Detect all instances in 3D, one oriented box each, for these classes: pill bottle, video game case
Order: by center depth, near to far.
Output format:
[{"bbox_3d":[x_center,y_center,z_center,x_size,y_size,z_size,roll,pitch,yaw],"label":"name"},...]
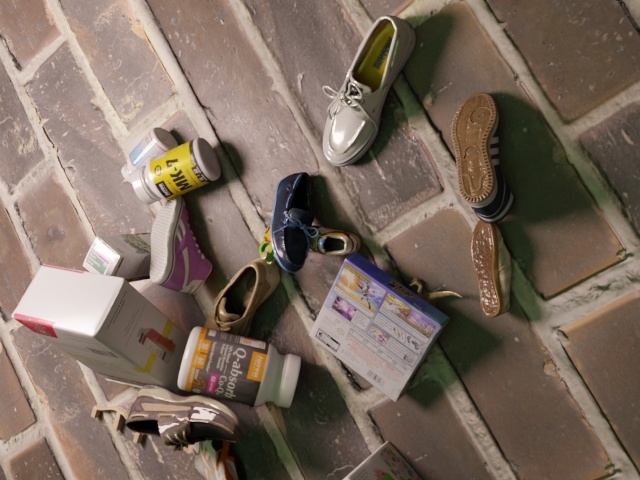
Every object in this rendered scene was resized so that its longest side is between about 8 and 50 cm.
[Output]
[{"bbox_3d":[0.130,0.201,1.660,0.270,0.061,0.244,36,122,19],"label":"video game case"},{"bbox_3d":[-0.198,0.317,1.751,0.279,0.162,0.162,14,101,-4],"label":"pill bottle"},{"bbox_3d":[-0.377,-0.176,1.852,0.209,0.119,0.119,-22,84,14],"label":"pill bottle"},{"bbox_3d":[-0.466,-0.226,1.929,0.160,0.087,0.087,-41,76,23],"label":"pill bottle"}]

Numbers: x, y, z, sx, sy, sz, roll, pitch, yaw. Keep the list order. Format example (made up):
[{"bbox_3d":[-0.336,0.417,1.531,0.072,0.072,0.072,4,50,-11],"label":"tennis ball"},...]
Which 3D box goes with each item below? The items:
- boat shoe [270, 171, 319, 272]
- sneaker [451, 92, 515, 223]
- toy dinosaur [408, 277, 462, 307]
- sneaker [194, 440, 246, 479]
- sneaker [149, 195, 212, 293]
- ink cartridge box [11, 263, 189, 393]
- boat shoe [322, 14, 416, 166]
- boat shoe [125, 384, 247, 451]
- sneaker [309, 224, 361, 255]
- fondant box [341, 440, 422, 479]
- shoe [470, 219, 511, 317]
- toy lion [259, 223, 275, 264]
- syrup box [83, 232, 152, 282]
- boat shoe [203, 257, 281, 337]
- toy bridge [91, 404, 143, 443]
[{"bbox_3d":[-0.064,-0.054,1.691,0.089,0.109,0.258,-26,59,38],"label":"boat shoe"},{"bbox_3d":[0.356,-0.171,1.539,0.099,0.153,0.282,-10,59,29],"label":"sneaker"},{"bbox_3d":[0.238,0.132,1.644,0.183,0.053,0.092,-34,94,32],"label":"toy dinosaur"},{"bbox_3d":[-0.300,0.562,1.907,0.121,0.099,0.262,-21,83,31],"label":"sneaker"},{"bbox_3d":[-0.363,0.016,1.897,0.102,0.161,0.282,-29,49,39],"label":"sneaker"},{"bbox_3d":[-0.539,0.235,1.833,0.279,0.384,0.160,6,61,26],"label":"ink cartridge box"},{"bbox_3d":[0.089,-0.337,1.611,0.136,0.156,0.367,36,108,20],"label":"boat shoe"},{"bbox_3d":[-0.341,0.466,1.779,0.356,0.130,0.132,2,135,34],"label":"boat shoe"},{"bbox_3d":[0.000,0.000,1.721,0.186,0.084,0.069,2,95,26],"label":"sneaker"},{"bbox_3d":[0.190,0.639,1.592,0.330,0.238,0.096,48,113,15],"label":"fondant box"},{"bbox_3d":[0.379,0.058,1.562,0.077,0.058,0.218,-8,86,57],"label":"shoe"},{"bbox_3d":[-0.118,-0.002,1.785,0.100,0.034,0.096,-47,39,9],"label":"toy lion"},{"bbox_3d":[-0.501,0.046,1.883,0.093,0.237,0.096,35,108,19],"label":"syrup box"},{"bbox_3d":[-0.233,0.182,1.834,0.122,0.110,0.341,38,109,19],"label":"boat shoe"},{"bbox_3d":[-0.588,0.525,2.080,0.188,0.026,0.063,21,102,23],"label":"toy bridge"}]
